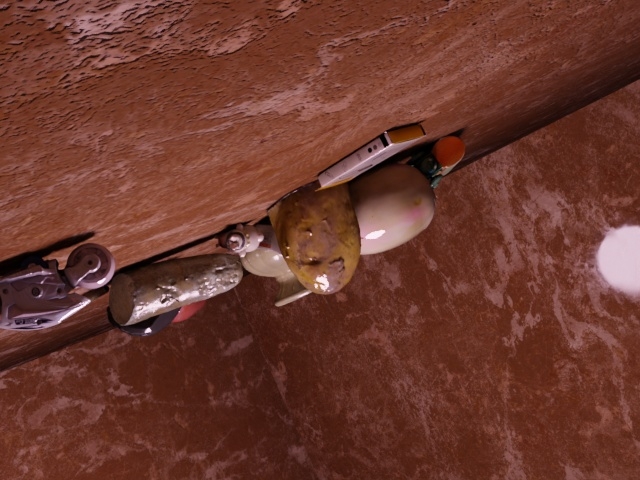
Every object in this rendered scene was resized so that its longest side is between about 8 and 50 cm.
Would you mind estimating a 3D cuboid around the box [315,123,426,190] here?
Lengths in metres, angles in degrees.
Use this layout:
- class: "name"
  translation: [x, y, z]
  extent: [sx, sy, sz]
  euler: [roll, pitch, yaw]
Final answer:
- class: "box"
  translation: [0.099, -0.178, 1.424]
  extent: [0.247, 0.033, 0.129]
  euler: [-27, 177, 42]

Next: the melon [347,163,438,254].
- class: "melon"
  translation: [0.162, -0.083, 1.779]
  extent: [0.317, 0.223, 0.223]
  euler: [-25, 177, 10]

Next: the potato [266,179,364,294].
- class: "potato"
  translation: [0.000, 0.000, 1.625]
  extent: [0.229, 0.266, 0.229]
  euler: [-23, 180, 0]

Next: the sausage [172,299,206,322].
- class: "sausage"
  translation: [-0.470, 0.187, 2.191]
  extent: [0.152, 0.152, 0.279]
  euler: [-25, 180, 10]

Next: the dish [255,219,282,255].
- class: "dish"
  translation: [-0.098, -0.022, 1.802]
  extent: [0.151, 0.077, 0.212]
  euler: [-22, -165, -31]

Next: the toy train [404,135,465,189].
- class: "toy train"
  translation: [0.339, -0.226, 1.913]
  extent: [0.177, 0.116, 0.285]
  euler: [-37, 176, 3]

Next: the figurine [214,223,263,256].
- class: "figurine"
  translation: [-0.219, 0.008, 1.674]
  extent: [0.098, 0.081, 0.146]
  euler: [-26, 177, 26]

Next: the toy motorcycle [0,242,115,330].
- class: "toy motorcycle"
  translation: [-0.433, 0.083, 0.996]
  extent: [0.254, 0.112, 0.112]
  euler: [-22, 176, -20]

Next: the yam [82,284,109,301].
- class: "yam"
  translation: [-0.633, 0.165, 1.676]
  extent: [0.234, 0.029, 0.027]
  euler: [-24, 150, 17]

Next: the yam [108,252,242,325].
- class: "yam"
  translation: [-0.345, 0.106, 1.606]
  extent: [0.330, 0.133, 0.133]
  euler: [-14, 173, -26]

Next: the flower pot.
- class: "flower pot"
  translation: [-0.095, 0.062, 2.095]
  extent: [0.307, 0.244, 0.307]
  euler: [-23, 177, -1]

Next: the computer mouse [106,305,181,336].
- class: "computer mouse"
  translation: [-0.433, 0.164, 1.694]
  extent: [0.270, 0.137, 0.086]
  euler: [-53, 160, -51]
